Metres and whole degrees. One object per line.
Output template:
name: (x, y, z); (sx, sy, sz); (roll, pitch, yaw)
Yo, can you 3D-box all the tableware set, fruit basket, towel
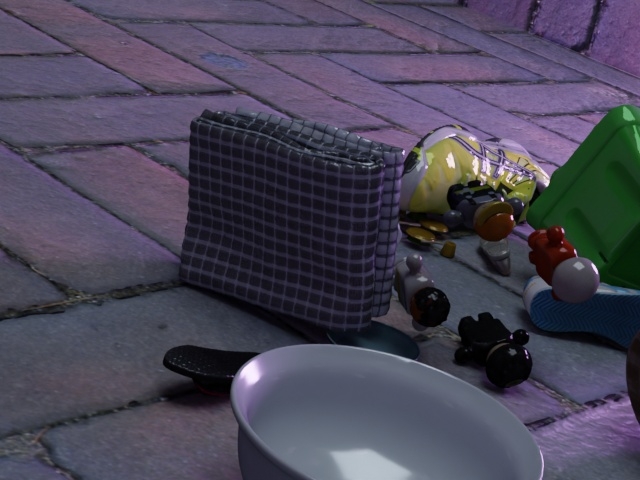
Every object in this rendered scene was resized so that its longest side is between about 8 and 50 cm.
tableware set: (0.158, -0.014, 2.092); (0.104, 0.024, 0.154); (5, 21, -32)
fruit basket: (0.498, -0.059, 2.068); (0.392, 0.283, 0.392); (27, 29, -17)
towel: (-0.045, -0.029, 1.663); (0.284, 0.235, 0.121); (16, 29, 26)

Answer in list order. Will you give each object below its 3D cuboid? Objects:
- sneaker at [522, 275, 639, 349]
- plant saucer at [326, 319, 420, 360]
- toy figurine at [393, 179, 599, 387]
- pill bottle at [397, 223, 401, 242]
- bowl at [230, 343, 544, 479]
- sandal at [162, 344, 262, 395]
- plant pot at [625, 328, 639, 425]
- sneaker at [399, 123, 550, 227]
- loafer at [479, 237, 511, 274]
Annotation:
sneaker: (0.396, 0.093, 1.883); (0.229, 0.087, 0.092); (14, 17, -9)
plant saucer: (0.063, 0.131, 1.647); (0.119, 0.021, 0.119); (12, 21, -5)
toy figurine: (0.210, 0.051, 1.655); (0.209, 0.213, 0.148); (36, 9, -23)
pill bottle: (0.093, -0.023, 2.036); (0.043, 0.043, 0.083); (5, 23, -25)
bowl: (0.048, 0.222, 1.242); (0.298, 0.134, 0.298); (12, 20, -5)
sandal: (-0.105, 0.149, 1.477); (0.067, 0.040, 0.179); (36, 14, 33)
plant pot: (0.527, 0.146, 1.581); (0.280, 0.323, 0.323); (-14, 31, -24)
sneaker: (0.264, -0.094, 2.180); (0.385, 0.145, 0.147); (-8, 40, -48)
loafer: (0.273, 0.018, 2.073); (0.045, 0.039, 0.125); (-18, 17, 7)
